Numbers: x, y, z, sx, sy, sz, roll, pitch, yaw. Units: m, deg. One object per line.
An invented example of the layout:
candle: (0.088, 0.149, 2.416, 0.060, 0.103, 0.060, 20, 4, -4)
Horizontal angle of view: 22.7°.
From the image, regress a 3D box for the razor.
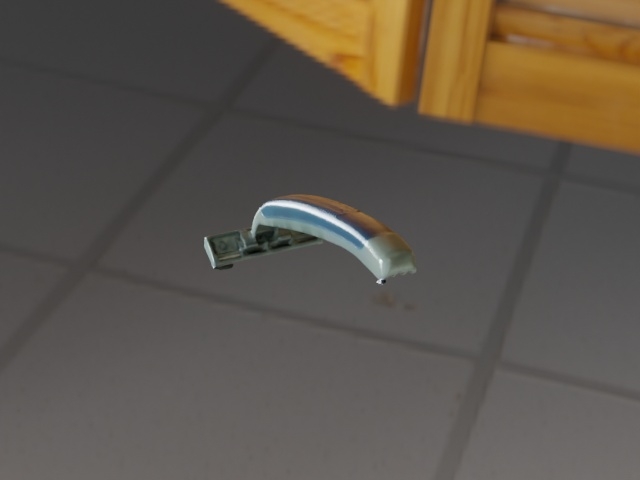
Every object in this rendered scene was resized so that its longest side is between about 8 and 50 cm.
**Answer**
razor: (-0.001, -0.004, 0.813, 0.068, 0.037, 0.191, -14, -172, -20)
